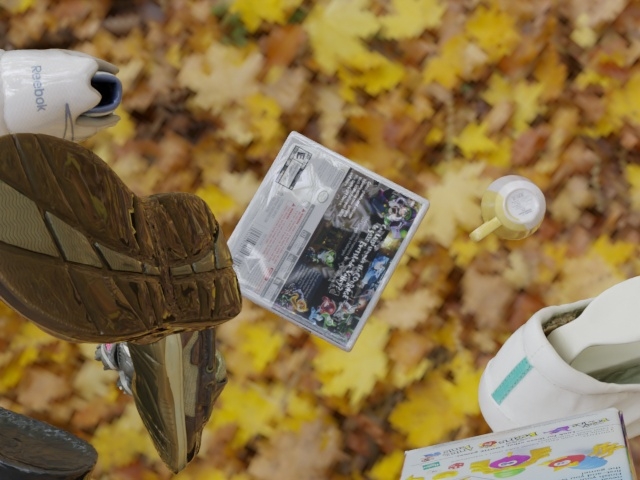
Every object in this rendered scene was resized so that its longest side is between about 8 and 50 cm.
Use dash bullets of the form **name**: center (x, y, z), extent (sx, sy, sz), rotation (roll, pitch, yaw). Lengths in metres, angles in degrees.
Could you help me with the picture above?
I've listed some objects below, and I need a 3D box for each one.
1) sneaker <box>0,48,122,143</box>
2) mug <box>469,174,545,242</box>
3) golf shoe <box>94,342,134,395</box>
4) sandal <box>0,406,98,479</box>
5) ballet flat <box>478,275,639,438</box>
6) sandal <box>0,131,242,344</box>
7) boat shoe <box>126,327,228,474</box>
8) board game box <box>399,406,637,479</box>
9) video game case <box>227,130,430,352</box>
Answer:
- **sneaker**: center (-0.231, -0.115, 1.482), extent (0.297, 0.129, 0.111), rotation (-85, -11, -85)
- **mug**: center (0.183, -0.025, 1.599), extent (0.064, 0.062, 0.078), rotation (154, 138, -89)
- **golf shoe**: center (-0.192, 0.086, 2.151), extent (0.120, 0.105, 0.273), rotation (-28, 28, 24)
- **sandal**: center (-0.418, 0.128, 1.617), extent (0.167, 0.446, 0.107), rotation (-54, -18, -77)
- **ballet flat**: center (0.310, 0.066, 1.330), extent (0.139, 0.400, 0.139), rotation (43, 141, 49)
- **sandal**: center (-0.104, 0.008, 0.765), extent (0.060, 0.219, 0.090), rotation (-18, 81, 19)
- **boat shoe**: center (-0.109, 0.112, 1.368), extent (0.073, 0.223, 0.080), rotation (-26, 56, -19)
- **board game box**: center (0.122, 0.210, 0.952), extent (0.144, 0.142, 0.275), rotation (-13, 8, 9)
- **video game case**: center (0.000, 0.000, 1.827), extent (0.190, 0.173, 0.022), rotation (-61, -6, -16)
